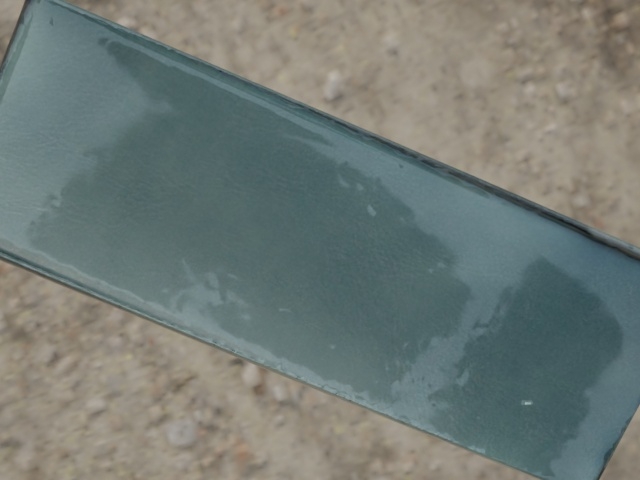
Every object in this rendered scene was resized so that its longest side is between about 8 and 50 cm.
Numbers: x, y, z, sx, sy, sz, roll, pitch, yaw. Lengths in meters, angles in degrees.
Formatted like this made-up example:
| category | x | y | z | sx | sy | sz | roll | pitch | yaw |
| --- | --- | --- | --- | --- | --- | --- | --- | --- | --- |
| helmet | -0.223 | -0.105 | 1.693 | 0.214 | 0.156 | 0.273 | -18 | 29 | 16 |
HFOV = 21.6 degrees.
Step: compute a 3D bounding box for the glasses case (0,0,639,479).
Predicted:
| category | x | y | z | sx | sy | sz | roll | pitch | yaw |
| --- | --- | --- | --- | --- | --- | --- | --- | --- | --- |
| glasses case | 0.000 | 0.000 | 0.633 | 0.266 | 0.105 | 0.056 | 23 | 17 | -7 |
